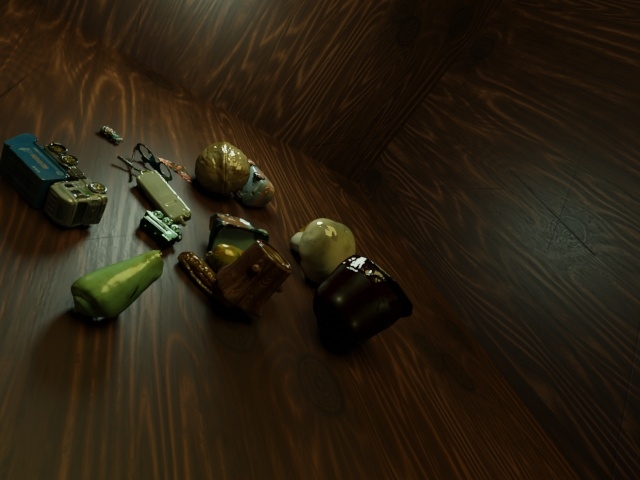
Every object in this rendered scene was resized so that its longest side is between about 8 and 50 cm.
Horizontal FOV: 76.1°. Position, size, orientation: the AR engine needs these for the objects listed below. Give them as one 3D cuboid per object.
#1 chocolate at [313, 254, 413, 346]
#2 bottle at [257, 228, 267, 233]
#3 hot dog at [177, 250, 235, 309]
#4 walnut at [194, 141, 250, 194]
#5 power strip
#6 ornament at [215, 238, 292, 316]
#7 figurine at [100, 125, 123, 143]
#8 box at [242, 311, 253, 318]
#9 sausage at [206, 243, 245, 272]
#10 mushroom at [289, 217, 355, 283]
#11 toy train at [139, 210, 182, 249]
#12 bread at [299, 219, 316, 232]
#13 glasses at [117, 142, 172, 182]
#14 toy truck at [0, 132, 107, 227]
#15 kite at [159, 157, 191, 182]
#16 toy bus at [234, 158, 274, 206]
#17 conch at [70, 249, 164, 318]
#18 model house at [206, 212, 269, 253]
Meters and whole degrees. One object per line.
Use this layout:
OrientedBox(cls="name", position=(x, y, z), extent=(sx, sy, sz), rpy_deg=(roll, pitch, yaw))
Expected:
OrientedBox(cls="chocolate", position=(0.148, 0.291, 1.761), extent=(0.383, 0.331, 0.384), rpy_deg=(39, -19, 16))
OrientedBox(cls="bottle", position=(-0.290, 0.022, 1.958), extent=(0.072, 0.072, 0.201), rpy_deg=(31, 23, -19))
OrientedBox(cls="hot dog", position=(-0.416, 0.142, 1.516), extent=(0.289, 0.068, 0.083), rpy_deg=(42, 14, 11))
OrientedBox(cls="walnut", position=(-0.512, -0.372, 2.151), extent=(0.277, 0.252, 0.313), rpy_deg=(28, 23, -31))
OrientedBox(cls="power strip", position=(-0.658, -0.175, 1.727), extent=(0.098, 0.058, 0.338), rpy_deg=(-31, 68, -34))
OrientedBox(cls="ornament", position=(-0.239, 0.124, 1.488), extent=(0.235, 0.217, 0.221), rpy_deg=(46, 4, 14))
OrientedBox(cls="figurine", position=(-0.982, -0.499, 1.927), extent=(0.106, 0.047, 0.060), rpy_deg=(37, 29, -10))
OrientedBox(cls="box", position=(-0.304, 0.227, 1.581), extent=(0.167, 0.024, 0.090), rpy_deg=(42, 20, 8))
OrientedBox(cls="sausage", position=(-0.304, 0.113, 1.657), extent=(0.347, 0.123, 0.123), rpy_deg=(30, 22, -35))
OrientedBox(cls="mushroom", position=(0.022, 0.031, 2.100), extent=(0.353, 0.325, 0.353), rpy_deg=(12, 46, -13))
OrientedBox(cls="toy train", position=(-0.617, -0.046, 1.572), extent=(0.170, 0.071, 0.111), rpy_deg=(39, 28, 1))
OrientedBox(cls="bread", position=(0.000, 0.000, 2.383), extent=(0.268, 0.146, 0.268), rpy_deg=(32, 26, -17))
OrientedBox(cls="glasses", position=(-0.792, -0.343, 1.841), extent=(0.239, 0.102, 0.207), rpy_deg=(41, 21, 5))
OrientedBox(cls="toy truck", position=(-0.881, -0.197, 1.348), extent=(0.367, 0.146, 0.175), rpy_deg=(40, 28, 10))
OrientedBox(cls="kite", position=(-0.735, -0.376, 2.133), extent=(0.222, 0.008, 0.125), rpy_deg=(37, 21, -3))
OrientedBox(cls="toy bus", position=(-0.383, -0.310, 2.358), extent=(0.232, 0.194, 0.288), rpy_deg=(32, 18, -53))
OrientedBox(cls="conch", position=(-0.563, 0.131, 1.149), extent=(0.137, 0.143, 0.250), rpy_deg=(1, 21, 37))
OrientedBox(cls="model house", position=(-0.390, -0.022, 1.796), extent=(0.253, 0.184, 0.291), rpy_deg=(15, 17, -35))
